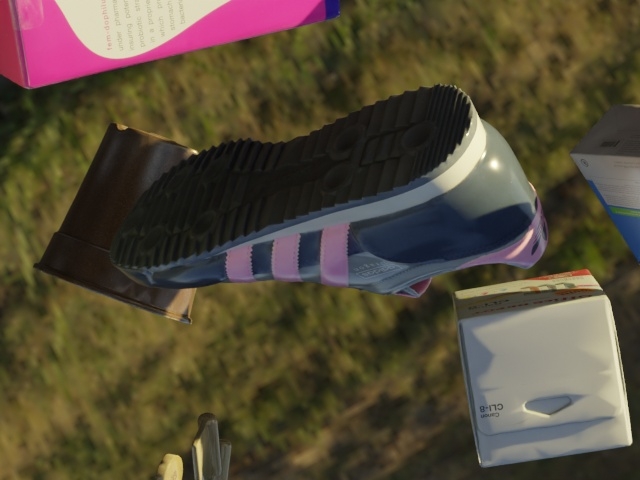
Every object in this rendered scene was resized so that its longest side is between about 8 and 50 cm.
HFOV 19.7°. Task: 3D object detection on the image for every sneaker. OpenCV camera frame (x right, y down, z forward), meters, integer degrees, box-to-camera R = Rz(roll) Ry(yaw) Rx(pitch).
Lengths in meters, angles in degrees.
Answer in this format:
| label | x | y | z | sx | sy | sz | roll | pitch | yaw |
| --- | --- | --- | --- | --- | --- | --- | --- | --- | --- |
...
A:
| label | x | y | z | sx | sy | sz | roll | pitch | yaw |
| --- | --- | --- | --- | --- | --- | --- | --- | --- | --- |
| sneaker | 0.000 | 0.000 | 1.186 | 0.319 | 0.112 | 0.131 | -10 | 136 | 43 |

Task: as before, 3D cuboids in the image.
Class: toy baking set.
| label | x | y | z | sx | sy | sz | roll | pitch | yaw |
| --- | --- | --- | --- | --- | --- | --- | --- | --- | --- |
| toy baking set | -0.123 | 0.271 | 1.514 | 0.030 | 0.256 | 0.197 | 8 | -173 | 19 |

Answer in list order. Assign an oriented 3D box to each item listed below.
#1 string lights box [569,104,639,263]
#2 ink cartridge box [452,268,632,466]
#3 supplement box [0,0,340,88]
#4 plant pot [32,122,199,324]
| label | x | y | z | sx | sy | sz | roll | pitch | yaw |
| --- | --- | --- | --- | --- | --- | --- | --- | --- | --- |
| string lights box | 0.357 | -0.005 | 1.730 | 0.077 | 0.259 | 0.133 | -47 | -153 | -21 |
| ink cartridge box | 0.184 | 0.105 | 1.556 | 0.128 | 0.127 | 0.176 | -9 | -174 | 3 |
| supplement box | -0.113 | -0.180 | 1.168 | 0.220 | 0.114 | 0.111 | -16 | 112 | -27 |
| plant pot | -0.180 | -0.021 | 1.835 | 0.167 | 0.167 | 0.165 | 25 | 84 | -65 |
